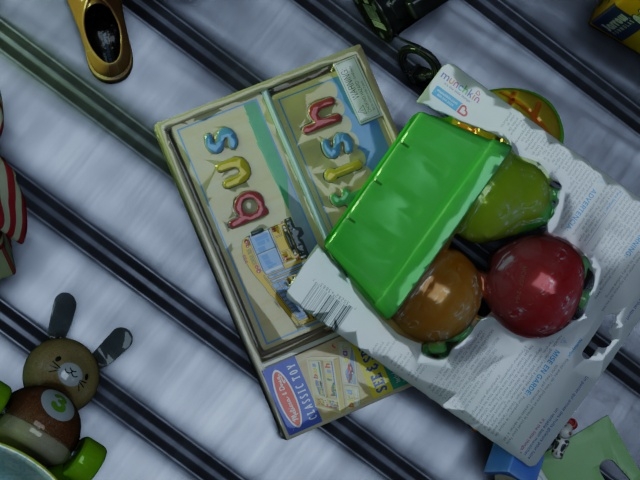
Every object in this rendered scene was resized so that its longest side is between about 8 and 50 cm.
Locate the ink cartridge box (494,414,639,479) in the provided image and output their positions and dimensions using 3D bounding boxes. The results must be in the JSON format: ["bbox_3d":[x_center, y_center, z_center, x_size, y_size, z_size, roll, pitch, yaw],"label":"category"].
[{"bbox_3d":[0.294,0.339,1.837,0.235,0.056,0.171,-29,88,-7],"label":"ink cartridge box"}]

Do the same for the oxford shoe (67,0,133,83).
[{"bbox_3d":[-0.269,-0.296,1.815,0.076,0.076,0.212,-20,85,-7],"label":"oxford shoe"}]

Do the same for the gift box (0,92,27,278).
[{"bbox_3d":[-0.465,-0.079,1.685,0.258,0.276,0.255,-15,73,-5],"label":"gift box"}]

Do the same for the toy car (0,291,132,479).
[{"bbox_3d":[-0.294,0.160,1.740,0.155,0.149,0.188,35,69,-15],"label":"toy car"}]

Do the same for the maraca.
[{"bbox_3d":[0.201,-0.119,1.848,0.186,0.099,0.127,-15,68,1],"label":"maraca"}]

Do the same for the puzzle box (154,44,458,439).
[{"bbox_3d":[0.000,0.000,1.832,0.272,0.052,0.409,-23,88,-9],"label":"puzzle box"}]

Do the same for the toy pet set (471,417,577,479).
[{"bbox_3d":[0.230,0.229,1.799,0.122,0.065,0.114,16,64,16],"label":"toy pet set"}]

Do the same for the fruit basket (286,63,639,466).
[{"bbox_3d":[0.192,0.028,1.745,0.353,0.165,0.327,34,92,-9],"label":"fruit basket"}]

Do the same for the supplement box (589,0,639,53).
[{"bbox_3d":[0.545,-0.275,1.861,0.356,0.194,0.195,30,81,-3],"label":"supplement box"}]

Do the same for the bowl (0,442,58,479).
[{"bbox_3d":[-0.395,0.359,1.690,0.289,0.156,0.289,1,84,-8],"label":"bowl"}]

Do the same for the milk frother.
[{"bbox_3d":[0.134,-0.280,1.866,0.135,0.129,0.143,-34,133,-9],"label":"milk frother"}]
